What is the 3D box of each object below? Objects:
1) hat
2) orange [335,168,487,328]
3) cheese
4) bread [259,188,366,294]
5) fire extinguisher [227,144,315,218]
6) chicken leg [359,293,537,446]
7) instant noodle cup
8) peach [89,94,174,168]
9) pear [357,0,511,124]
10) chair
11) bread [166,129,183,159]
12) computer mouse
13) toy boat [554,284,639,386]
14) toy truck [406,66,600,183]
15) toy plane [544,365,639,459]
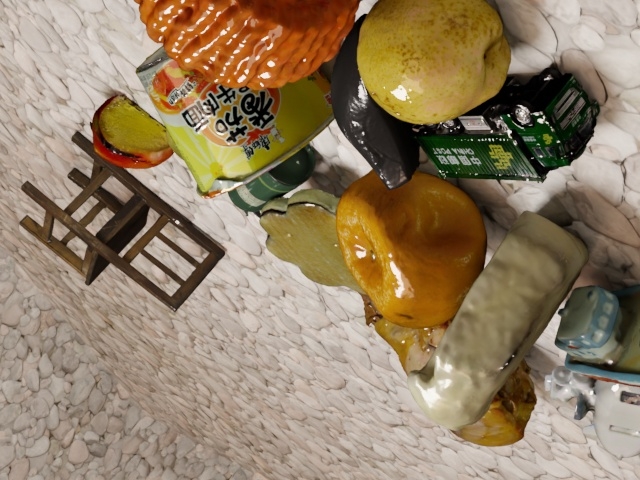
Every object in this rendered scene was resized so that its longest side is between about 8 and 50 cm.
[{"bbox_3d":[-0.054,-0.342,1.309,0.285,0.285,0.400,40,155,-4],"label":"hat"},{"bbox_3d":[0.138,0.006,1.774,0.249,0.183,0.249,53,154,41],"label":"orange"},{"bbox_3d":[0.245,0.105,1.645,0.115,0.318,0.326,34,143,13],"label":"cheese"},{"bbox_3d":[0.000,0.000,2.021,0.207,0.056,0.286,6,148,30],"label":"bread"},{"bbox_3d":[-0.100,-0.106,2.061,0.118,0.093,0.294,56,157,-3],"label":"fire extinguisher"},{"bbox_3d":[0.205,0.158,2.056,0.409,0.182,0.295,42,155,39],"label":"chicken leg"},{"bbox_3d":[-0.119,-0.214,1.695,0.200,0.264,0.264,57,153,-17],"label":"instant noodle cup"},{"bbox_3d":[-0.353,-0.194,2.279,0.172,0.127,0.092,16,153,-12],"label":"peach"},{"bbox_3d":[0.134,-0.218,1.401,0.178,0.178,0.178,32,157,15],"label":"pear"},{"bbox_3d":[-0.436,-0.006,2.637,0.416,0.203,0.240,40,154,2],"label":"chair"},{"bbox_3d":[-0.226,-0.167,2.172,0.149,0.065,0.188,43,160,3],"label":"bread"},{"bbox_3d":[0.067,-0.178,1.572,0.088,0.147,0.264,-9,137,23],"label":"computer mouse"},{"bbox_3d":[0.424,0.114,1.576,0.133,0.145,0.332,27,165,-20],"label":"toy boat"},{"bbox_3d":[0.223,-0.142,1.490,0.259,0.088,0.121,6,140,55],"label":"toy truck"},{"bbox_3d":[0.465,0.245,1.813,0.267,0.123,0.267,15,151,8],"label":"toy plane"}]
